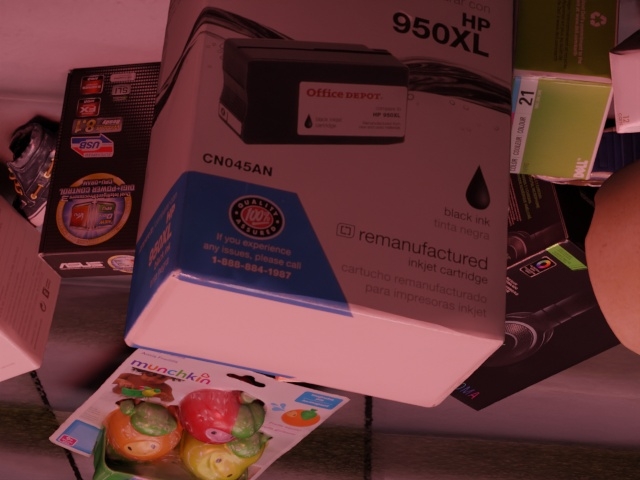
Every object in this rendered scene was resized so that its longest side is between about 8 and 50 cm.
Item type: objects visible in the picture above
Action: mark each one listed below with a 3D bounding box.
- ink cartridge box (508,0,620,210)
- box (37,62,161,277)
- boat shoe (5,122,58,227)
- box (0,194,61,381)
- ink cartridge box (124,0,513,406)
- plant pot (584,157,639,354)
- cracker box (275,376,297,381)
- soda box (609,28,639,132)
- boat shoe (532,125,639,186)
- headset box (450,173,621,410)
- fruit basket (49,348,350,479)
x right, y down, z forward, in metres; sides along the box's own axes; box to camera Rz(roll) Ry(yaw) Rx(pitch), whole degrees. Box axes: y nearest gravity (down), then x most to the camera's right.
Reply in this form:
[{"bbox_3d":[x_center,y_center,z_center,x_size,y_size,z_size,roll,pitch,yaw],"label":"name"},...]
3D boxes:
[{"bbox_3d":[0.212,-0.100,1.683,0.097,0.255,0.189,4,155,2],"label":"ink cartridge box"},{"bbox_3d":[-0.136,-0.075,1.852,0.270,0.216,0.060,-2,153,17],"label":"box"},{"bbox_3d":[-0.324,-0.077,2.072,0.083,0.065,0.183,22,145,-25],"label":"boat shoe"},{"bbox_3d":[-0.480,0.010,2.033,0.215,0.168,0.345,-20,132,26],"label":"box"},{"bbox_3d":[0.007,-0.088,1.592,0.285,0.395,0.166,12,152,-15],"label":"ink cartridge box"},{"bbox_3d":[0.431,-0.010,1.746,0.333,0.334,0.305,23,151,-33],"label":"plant pot"},{"bbox_3d":[0.039,0.124,2.285,0.155,0.067,0.232,1,-173,9],"label":"cracker box"},{"bbox_3d":[0.309,-0.148,1.646,0.069,0.074,0.216,-3,-169,18],"label":"soda box"},{"bbox_3d":[0.301,-0.088,1.929,0.183,0.066,0.066,4,175,-9],"label":"boat shoe"},{"bbox_3d":[0.221,0.045,2.072,0.283,0.131,0.246,-28,142,24],"label":"headset box"},{"bbox_3d":[-0.180,0.273,2.666,0.327,0.165,0.353,18,149,-24],"label":"fruit basket"}]
